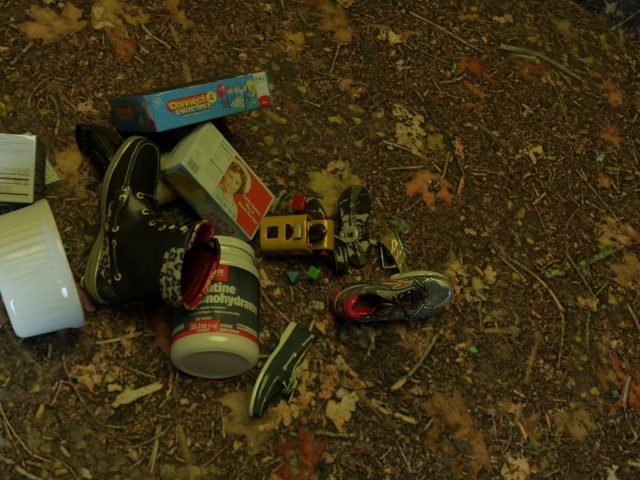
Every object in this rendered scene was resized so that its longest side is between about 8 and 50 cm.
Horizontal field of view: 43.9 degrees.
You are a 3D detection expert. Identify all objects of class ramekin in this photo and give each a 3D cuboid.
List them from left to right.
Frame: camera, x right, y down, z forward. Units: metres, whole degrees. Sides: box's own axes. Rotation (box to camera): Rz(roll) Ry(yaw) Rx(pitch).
[{"bbox_3d":[-0.586,0.064,1.621,0.135,0.277,0.277,-18,67,-20],"label":"ramekin"}]

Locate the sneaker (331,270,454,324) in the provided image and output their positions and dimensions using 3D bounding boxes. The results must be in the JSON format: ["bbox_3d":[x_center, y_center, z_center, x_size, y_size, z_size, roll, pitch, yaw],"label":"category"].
[{"bbox_3d":[0.182,0.148,1.900,0.299,0.112,0.121,-10,95,-12],"label":"sneaker"}]

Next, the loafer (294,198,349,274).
[{"bbox_3d":[0.000,0.000,1.992,0.078,0.080,0.220,-22,63,-16],"label":"loafer"}]

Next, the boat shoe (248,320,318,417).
[{"bbox_3d":[-0.082,0.292,1.765,0.079,0.095,0.254,22,45,8],"label":"boat shoe"}]

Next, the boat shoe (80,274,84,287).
[{"bbox_3d":[-0.483,0.071,1.790,0.133,0.042,0.049,-35,105,-32],"label":"boat shoe"}]

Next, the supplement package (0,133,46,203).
[{"bbox_3d":[-0.736,-0.153,1.703,0.262,0.204,0.145,4,89,-13],"label":"supplement package"}]

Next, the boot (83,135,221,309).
[{"bbox_3d":[-0.342,-0.034,1.685,0.284,0.138,0.377,7,76,33],"label":"boot"}]

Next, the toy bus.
[{"bbox_3d":[-0.047,-0.014,1.909,0.191,0.104,0.202,43,92,18],"label":"toy bus"}]

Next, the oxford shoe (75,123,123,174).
[{"bbox_3d":[-0.509,-0.226,1.899,0.096,0.083,0.227,-7,35,-31],"label":"oxford shoe"}]

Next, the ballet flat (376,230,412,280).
[{"bbox_3d":[0.198,0.073,2.027,0.067,0.073,0.206,-22,63,-1],"label":"ballet flat"}]

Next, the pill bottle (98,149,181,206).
[{"bbox_3d":[-0.414,-0.131,1.892,0.208,0.117,0.117,-27,71,-31],"label":"pill bottle"}]

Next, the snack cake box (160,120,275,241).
[{"bbox_3d":[-0.241,-0.133,1.893,0.264,0.089,0.152,50,46,-29],"label":"snack cake box"}]

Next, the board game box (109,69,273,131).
[{"bbox_3d":[-0.323,-0.341,1.952,0.302,0.308,0.086,-19,106,-29],"label":"board game box"}]

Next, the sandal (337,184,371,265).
[{"bbox_3d":[0.089,-0.036,2.055,0.090,0.060,0.219,-3,75,-14],"label":"sandal"}]

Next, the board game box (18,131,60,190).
[{"bbox_3d":[-0.698,-0.177,1.875,0.103,0.026,0.154,-27,71,-31],"label":"board game box"}]

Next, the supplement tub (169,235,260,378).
[{"bbox_3d":[-0.228,0.146,1.740,0.191,0.191,0.272,7,58,-16],"label":"supplement tub"}]
